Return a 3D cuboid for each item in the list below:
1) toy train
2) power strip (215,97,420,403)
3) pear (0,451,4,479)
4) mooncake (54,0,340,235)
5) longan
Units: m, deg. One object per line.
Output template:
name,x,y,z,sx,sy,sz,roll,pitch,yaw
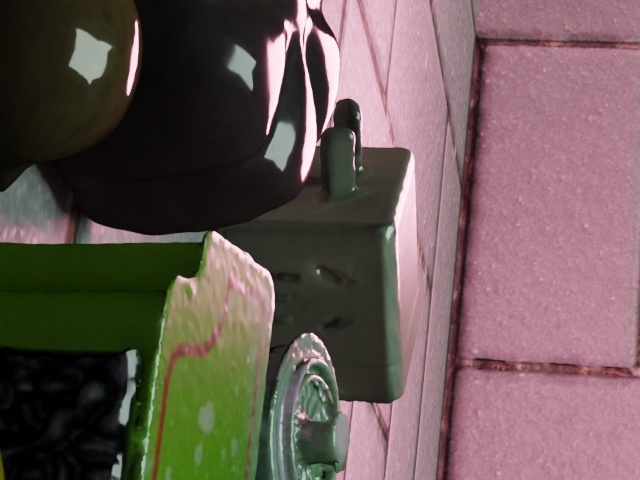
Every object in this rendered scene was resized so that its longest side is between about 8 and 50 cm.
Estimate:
toy train,-0.098,0.139,0.703,0.249,0.173,0.307,42,51,-65
power strip,0.000,0.000,1.243,0.139,0.140,0.224,-69,158,-58
pear,-0.156,0.080,0.515,0.107,0.107,0.131,-76,177,-46
mooncake,-0.072,-0.124,0.871,0.245,0.133,0.245,-3,90,-74
longan,-0.125,-0.075,0.686,0.113,0.092,0.113,-161,-90,-81
